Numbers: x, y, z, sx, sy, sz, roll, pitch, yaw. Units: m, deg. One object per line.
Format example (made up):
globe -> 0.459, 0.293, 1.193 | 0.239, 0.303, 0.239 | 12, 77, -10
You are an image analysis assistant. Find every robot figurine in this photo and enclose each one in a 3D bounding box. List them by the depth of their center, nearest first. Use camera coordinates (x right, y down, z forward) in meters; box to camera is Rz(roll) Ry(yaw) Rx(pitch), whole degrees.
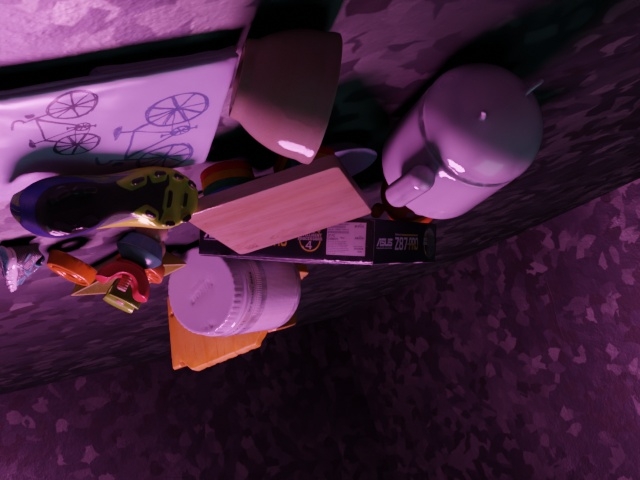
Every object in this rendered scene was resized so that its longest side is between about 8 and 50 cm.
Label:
robot figurine -> 0.230, -0.160, 1.335 | 0.300, 0.200, 0.353 | -44, 180, -24
robot figurine -> 0.196, -0.095, 1.777 | 0.158, 0.128, 0.219 | 12, 173, 11

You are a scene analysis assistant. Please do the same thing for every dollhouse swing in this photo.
dollhouse swing -> -0.199, 0.216, 2.290 | 0.346, 0.315, 0.305 | -24, 149, 23

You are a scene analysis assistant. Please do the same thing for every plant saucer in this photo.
plant saucer -> 0.007, -0.142, 1.484 | 0.195, 0.037, 0.195 | -17, 167, -4
plant saucer -> -0.424, 0.066, 1.783 | 0.188, 0.045, 0.188 | -24, 167, 30

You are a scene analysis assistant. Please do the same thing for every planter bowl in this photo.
planter bowl -> -0.049, -0.183, 0.970 | 0.109, 0.162, 0.162 | 13, 161, -12

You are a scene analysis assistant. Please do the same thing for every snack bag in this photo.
snack bag -> -0.290, -0.139, 1.044 | 0.342, 0.037, 0.323 | -15, 168, -19

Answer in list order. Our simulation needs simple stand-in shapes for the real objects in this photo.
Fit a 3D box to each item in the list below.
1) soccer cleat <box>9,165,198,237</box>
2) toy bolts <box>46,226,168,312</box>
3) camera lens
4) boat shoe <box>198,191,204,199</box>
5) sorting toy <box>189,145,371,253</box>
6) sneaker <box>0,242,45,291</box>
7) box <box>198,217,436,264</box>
soccer cleat -> -0.298, -0.060, 1.151 | 0.121, 0.093, 0.289 | 10, -167, 38
toy bolts -> -0.380, 0.020, 1.540 | 0.218, 0.159, 0.228 | 31, 158, -19
camera lens -> -0.194, 0.111, 1.912 | 0.219, 0.219, 0.274 | -25, 167, 30
boat shoe -> -0.155, -0.067, 1.518 | 0.206, 0.065, 0.075 | -14, 168, -18
sorting toy -> -0.070, -0.082, 1.363 | 0.257, 0.089, 0.255 | -17, 162, 11
sneaker -> -0.541, 0.047, 1.477 | 0.076, 0.065, 0.166 | -17, 171, -24
box -> 0.000, 0.000, 1.664 | 0.394, 0.097, 0.318 | 1, 178, 30
